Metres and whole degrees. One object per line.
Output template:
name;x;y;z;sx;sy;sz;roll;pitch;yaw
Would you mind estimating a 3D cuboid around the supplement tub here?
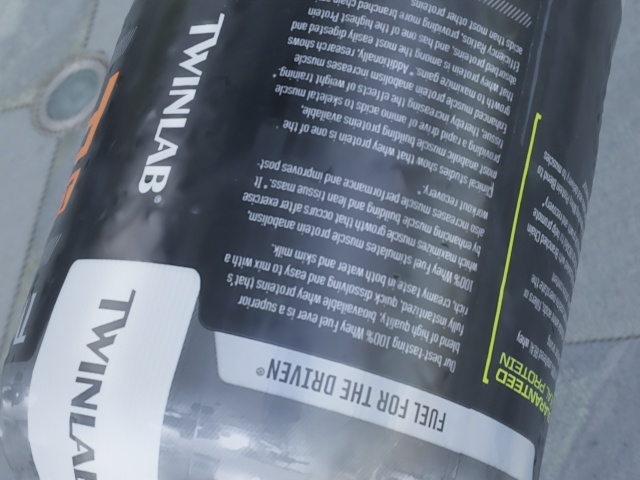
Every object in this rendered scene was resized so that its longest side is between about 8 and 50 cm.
supplement tub;0.000;0.000;0.429;0.207;0.207;0.338;3;68;32
